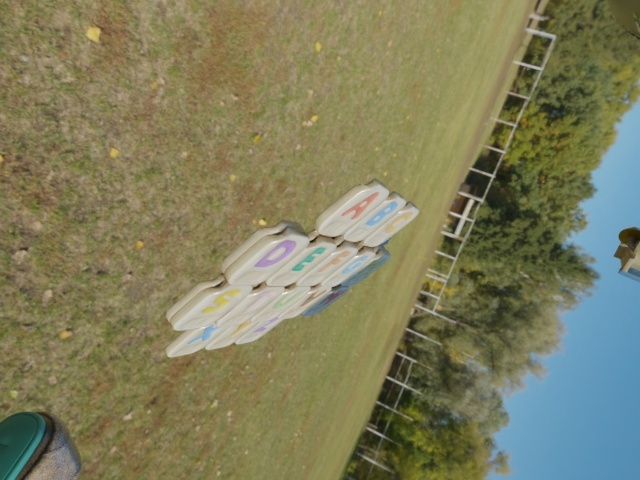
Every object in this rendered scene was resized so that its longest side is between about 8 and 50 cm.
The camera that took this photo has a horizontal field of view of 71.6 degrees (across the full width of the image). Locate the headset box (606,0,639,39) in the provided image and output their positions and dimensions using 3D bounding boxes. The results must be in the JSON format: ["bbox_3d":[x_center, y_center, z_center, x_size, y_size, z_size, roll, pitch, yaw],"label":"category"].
[{"bbox_3d":[0.219,-0.175,0.176,0.283,0.246,0.131,24,124,-41],"label":"headset box"}]

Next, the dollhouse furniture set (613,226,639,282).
[{"bbox_3d":[0.673,-0.044,0.682,0.198,0.304,0.286,-43,143,-28],"label":"dollhouse furniture set"}]

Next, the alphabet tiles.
[{"bbox_3d":[-0.021,0.044,0.477,0.278,0.021,0.284,-40,159,17],"label":"alphabet tiles"}]

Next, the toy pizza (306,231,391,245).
[{"bbox_3d":[0.000,0.000,0.641,0.201,0.202,0.032,-11,95,-72],"label":"toy pizza"}]

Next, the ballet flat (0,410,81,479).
[{"bbox_3d":[-0.316,0.300,0.360,0.316,0.108,0.106,-57,148,-43],"label":"ballet flat"}]
